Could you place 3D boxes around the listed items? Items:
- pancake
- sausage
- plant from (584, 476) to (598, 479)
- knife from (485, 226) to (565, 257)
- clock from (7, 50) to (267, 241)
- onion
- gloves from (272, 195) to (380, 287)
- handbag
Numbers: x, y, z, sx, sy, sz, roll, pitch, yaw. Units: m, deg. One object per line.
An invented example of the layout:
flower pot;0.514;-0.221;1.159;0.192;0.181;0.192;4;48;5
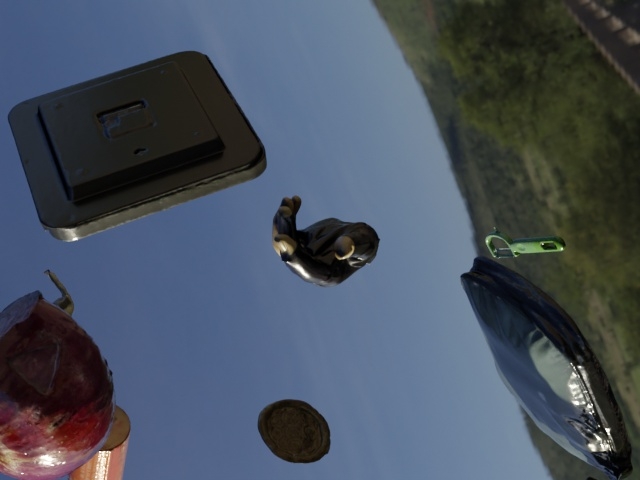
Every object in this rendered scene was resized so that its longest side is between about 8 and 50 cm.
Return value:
pancake;-0.035;0.263;1.419;0.115;0.115;0.011;-90;20;-49
sausage;-0.378;0.395;1.727;0.312;0.093;0.093;109;160;-45
plant;0.394;0.358;1.207;0.131;0.203;0.142;-19;-76;-42
knife;0.305;0.000;1.557;0.054;0.015;0.212;61;162;-9
clock;-0.235;-0.133;1.278;0.049;0.279;0.273;82;162;-45
onion;-0.396;0.220;1.440;0.230;0.272;0.256;51;165;-15
gloves;0.001;0.007;1.887;0.301;0.197;0.152;28;-107;-57
handbag;0.270;0.158;1.209;0.191;0.075;0.332;39;165;44
